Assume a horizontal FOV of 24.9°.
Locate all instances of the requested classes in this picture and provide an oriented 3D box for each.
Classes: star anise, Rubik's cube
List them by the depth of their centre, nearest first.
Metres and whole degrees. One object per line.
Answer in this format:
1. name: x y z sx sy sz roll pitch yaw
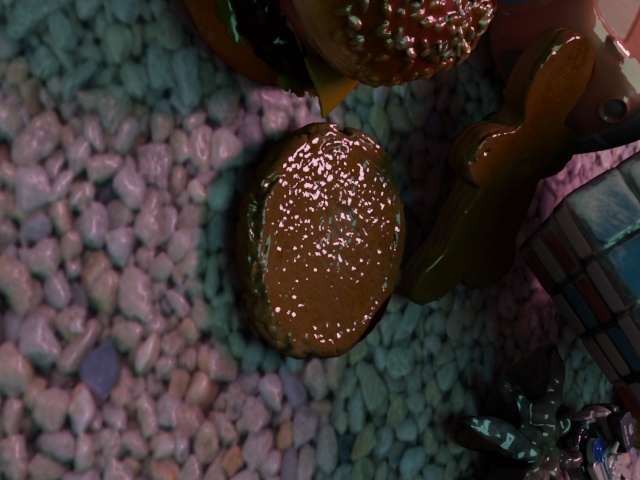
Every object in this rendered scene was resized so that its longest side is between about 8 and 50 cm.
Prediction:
1. Rubik's cube: 0.390 0.022 1.493 0.256 0.253 0.259 -32 85 -7
2. star anise: 0.215 0.226 1.549 0.229 0.093 0.236 26 75 -47

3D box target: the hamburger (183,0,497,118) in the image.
1. hamburger: 0.026 -0.256 1.203 0.291 0.225 0.291 -10 103 -49

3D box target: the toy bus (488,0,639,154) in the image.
1. toy bus: 0.295 -0.247 1.541 0.232 0.194 0.287 45 60 -31

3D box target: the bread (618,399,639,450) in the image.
1. bread: 0.471 0.122 1.849 0.077 0.084 0.367 36 57 0

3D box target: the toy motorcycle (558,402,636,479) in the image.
1. toy motorcycle: 0.341 0.288 1.694 0.150 0.102 0.221 -34 113 -50

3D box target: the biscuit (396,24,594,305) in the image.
1. biscuit: 0.182 -0.076 1.442 0.197 0.049 0.301 -9 129 -52

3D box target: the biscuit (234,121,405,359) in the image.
1. biscuit: 0.000 0.000 1.326 0.226 0.042 0.226 -5 96 -47
